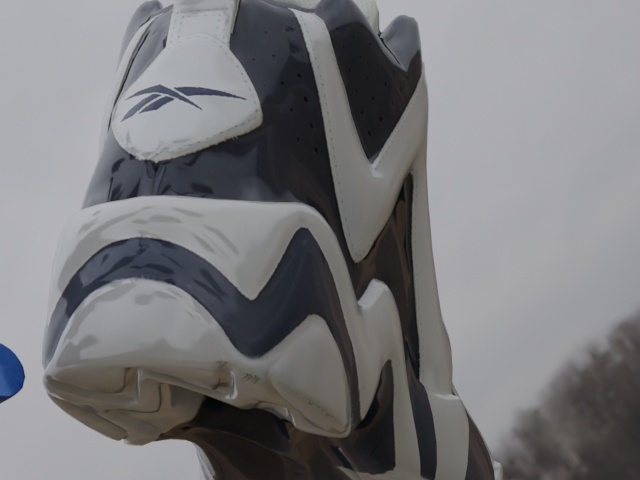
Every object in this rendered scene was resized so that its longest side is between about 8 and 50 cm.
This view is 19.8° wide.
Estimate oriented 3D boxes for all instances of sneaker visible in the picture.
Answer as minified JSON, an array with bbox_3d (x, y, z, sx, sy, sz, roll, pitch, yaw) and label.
[{"bbox_3d":[0.000,0.000,0.527,0.094,0.153,0.235,-3,-22,24],"label":"sneaker"}]

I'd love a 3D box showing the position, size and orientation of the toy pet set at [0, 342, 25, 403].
[{"bbox_3d":[-0.144,-0.002,0.418,0.114,0.122,0.065,6,-38,-40],"label":"toy pet set"}]
